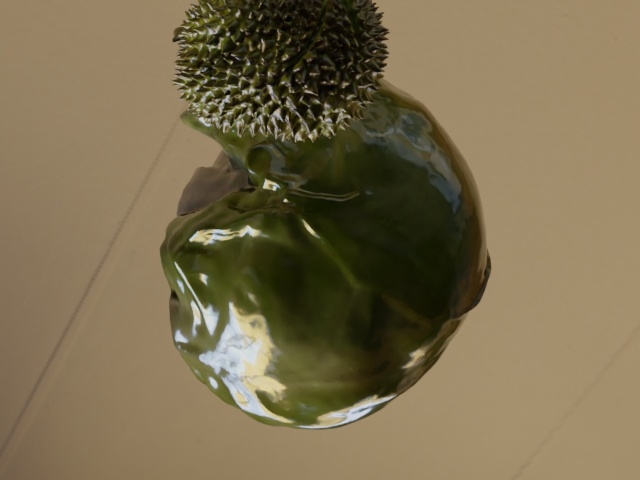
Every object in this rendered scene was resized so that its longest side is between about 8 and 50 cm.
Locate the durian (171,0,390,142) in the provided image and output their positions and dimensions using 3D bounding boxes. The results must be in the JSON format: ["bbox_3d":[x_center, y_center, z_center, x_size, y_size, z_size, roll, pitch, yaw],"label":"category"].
[{"bbox_3d":[-0.040,-0.151,0.876,0.198,0.159,0.146,-4,-79,14],"label":"durian"}]

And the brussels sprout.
[{"bbox_3d":[0.020,0.000,1.215,0.342,0.361,0.426,2,-91,-61],"label":"brussels sprout"}]
